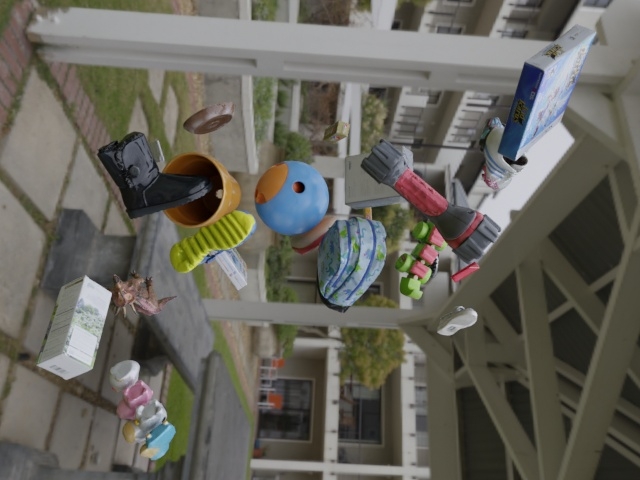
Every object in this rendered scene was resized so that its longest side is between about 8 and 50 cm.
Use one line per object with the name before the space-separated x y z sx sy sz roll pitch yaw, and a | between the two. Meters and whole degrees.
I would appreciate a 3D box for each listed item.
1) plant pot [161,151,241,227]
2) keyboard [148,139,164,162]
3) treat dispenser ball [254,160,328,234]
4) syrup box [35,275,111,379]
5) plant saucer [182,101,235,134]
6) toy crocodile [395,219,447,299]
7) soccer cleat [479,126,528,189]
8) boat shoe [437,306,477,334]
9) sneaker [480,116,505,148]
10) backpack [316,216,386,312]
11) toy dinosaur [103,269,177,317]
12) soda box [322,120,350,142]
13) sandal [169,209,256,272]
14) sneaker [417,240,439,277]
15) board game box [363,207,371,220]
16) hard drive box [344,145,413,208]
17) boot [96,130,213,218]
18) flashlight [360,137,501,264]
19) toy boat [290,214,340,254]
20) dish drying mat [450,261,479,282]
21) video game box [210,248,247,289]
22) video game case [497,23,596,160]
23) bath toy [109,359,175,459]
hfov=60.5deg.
plant pot | -0.325 -0.137 1.567 0.188 0.205 0.205 -1 95 -74
keyboard | -0.619 -0.299 1.922 0.256 0.014 0.072 0 -78 47
treat dispenser ball | -0.111 -0.163 2.117 0.288 0.288 0.288 -176 -90 -89
syrup box | -0.620 0.217 1.393 0.093 0.096 0.237 48 26 -42
plant saucer | -0.378 -0.416 1.904 0.036 0.199 0.198 64 -3 2
toy crocodile | 0.357 0.038 1.865 0.340 0.115 0.105 -61 -163 -11
soccer cleat | 0.602 -0.238 1.774 0.116 0.143 0.331 -53 148 -5
boat shoe | 0.408 0.230 1.638 0.184 0.066 0.063 112 -9 -61
sneaker | 0.639 -0.349 1.917 0.262 0.104 0.125 23 69 -54
backpack | 0.110 0.064 2.030 0.355 0.273 0.290 -34 -137 46
toy dinosaur | -0.637 0.207 1.930 0.127 0.296 0.200 -56 -140 3
soda box | 0.072 -0.498 2.538 0.181 0.058 0.061 174 -71 -71
sandal | -0.332 -0.006 1.755 0.126 0.317 0.138 67 23 5
sneaker | 0.489 0.074 2.423 0.106 0.078 0.234 43 34 -43
board game box | 0.213 -0.148 2.509 0.124 0.039 0.259 82 9 -73
hard drive box | 0.204 -0.218 1.934 0.089 0.232 0.181 16 72 -55
boot | -0.429 -0.186 1.429 0.094 0.247 0.207 -115 -172 -64
flashlight | 0.219 -0.085 1.113 0.103 0.304 0.103 -50 178 40
toy boat | 0.000 0.000 2.273 0.151 0.231 0.151 60 -19 -21
dish drying mat | 0.420 0.093 1.594 0.032 0.083 0.008 46 17 -34
video game box | -0.327 0.060 1.944 0.187 0.048 0.205 60 2 -18
video game case | 0.569 -0.370 1.391 0.244 0.061 0.269 -39 149 -28
bath toy | -0.608 0.555 1.828 0.348 0.151 0.129 45 -26 37
